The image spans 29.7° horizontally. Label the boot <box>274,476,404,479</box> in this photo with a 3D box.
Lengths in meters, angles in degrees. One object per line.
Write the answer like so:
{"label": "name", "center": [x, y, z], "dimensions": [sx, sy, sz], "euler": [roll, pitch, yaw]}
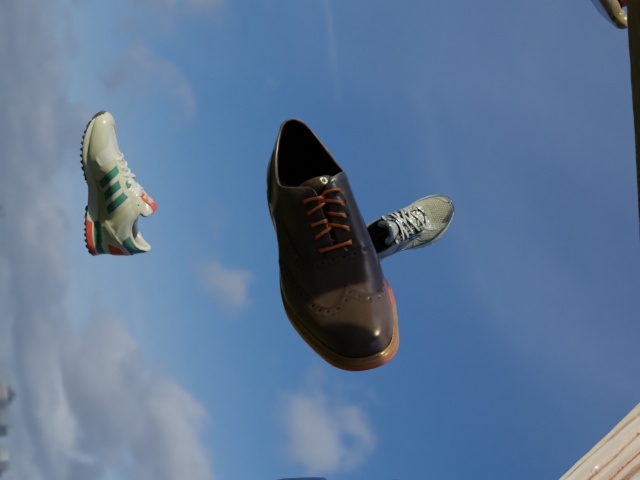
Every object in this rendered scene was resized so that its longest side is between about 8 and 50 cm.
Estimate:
{"label": "boot", "center": [0.038, 0.324, 1.027], "dimensions": [0.091, 0.263, 0.229], "euler": [5, -94, 65]}

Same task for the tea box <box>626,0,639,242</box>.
{"label": "tea box", "center": [0.352, -0.104, 0.634], "dimensions": [0.324, 0.220, 0.329], "euler": [4, -69, 38]}

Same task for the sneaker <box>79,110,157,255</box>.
{"label": "sneaker", "center": [-0.209, -0.058, 1.278], "dimensions": [0.057, 0.075, 0.161], "euler": [-64, 158, -69]}

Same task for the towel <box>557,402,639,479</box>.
{"label": "towel", "center": [0.103, 0.272, 0.592], "dimensions": [0.053, 0.317, 0.331], "euler": [23, -48, 39]}

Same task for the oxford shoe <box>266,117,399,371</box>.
{"label": "oxford shoe", "center": [0.000, 0.000, 1.090], "dimensions": [0.098, 0.097, 0.271], "euler": [83, -13, -47]}

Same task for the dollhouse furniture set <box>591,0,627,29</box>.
{"label": "dollhouse furniture set", "center": [0.315, -0.249, 0.808], "dimensions": [0.355, 0.303, 0.174], "euler": [47, 16, -21]}

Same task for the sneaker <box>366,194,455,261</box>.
{"label": "sneaker", "center": [0.087, -0.010, 1.338], "dimensions": [0.052, 0.135, 0.058], "euler": [62, 6, 11]}
